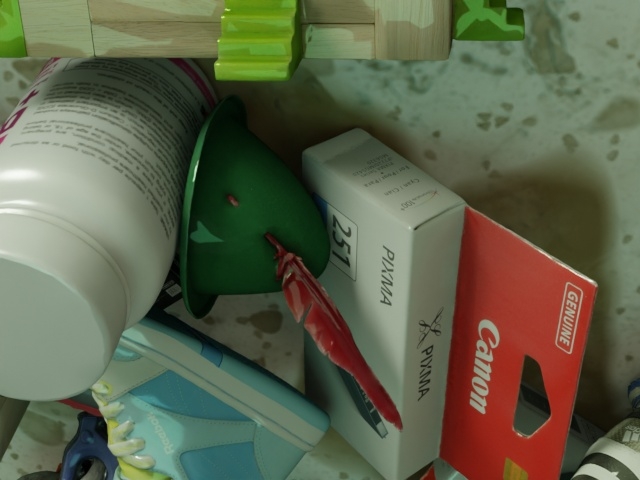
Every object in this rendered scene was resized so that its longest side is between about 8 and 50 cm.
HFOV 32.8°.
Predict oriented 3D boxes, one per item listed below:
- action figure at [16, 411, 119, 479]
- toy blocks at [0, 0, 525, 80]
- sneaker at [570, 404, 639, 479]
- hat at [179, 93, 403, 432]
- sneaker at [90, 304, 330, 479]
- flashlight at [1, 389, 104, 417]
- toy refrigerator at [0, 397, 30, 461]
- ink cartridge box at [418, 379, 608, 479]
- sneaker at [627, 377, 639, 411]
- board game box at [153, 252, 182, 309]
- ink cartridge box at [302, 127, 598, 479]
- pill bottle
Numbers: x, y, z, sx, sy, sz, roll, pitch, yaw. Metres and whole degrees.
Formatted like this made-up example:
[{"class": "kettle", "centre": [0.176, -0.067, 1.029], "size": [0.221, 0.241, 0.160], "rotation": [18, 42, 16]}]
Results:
[{"class": "action figure", "centre": [-0.207, 0.358, 1.184], "size": [0.330, 0.178, 0.341], "rotation": [20, 94, 3]}, {"class": "toy blocks", "centre": [-0.057, -0.257, 0.704], "size": [0.381, 0.191, 0.261], "rotation": [2, 116, 9]}, {"class": "sneaker", "centre": [0.304, 0.355, 0.945], "size": [0.257, 0.169, 0.448], "rotation": [-37, 113, -16]}, {"class": "hat", "centre": [0.000, 0.000, 0.861], "size": [0.183, 0.173, 0.209], "rotation": [10, 123, 9]}, {"class": "sneaker", "centre": [-0.163, 0.167, 0.944], "size": [0.319, 0.127, 0.208], "rotation": [32, 88, -21]}, {"class": "flashlight", "centre": [-0.209, 0.154, 1.060], "size": [0.304, 0.103, 0.103], "rotation": [21, 89, -15]}, {"class": "toy refrigerator", "centre": [-0.442, 0.141, 1.114], "size": [0.269, 0.102, 0.094], "rotation": [13, 129, 0]}, {"class": "ink cartridge box", "centre": [0.226, 0.293, 1.096], "size": [0.275, 0.060, 0.239], "rotation": [32, 110, -14]}, {"class": "sneaker", "centre": [0.333, 0.191, 1.031], "size": [0.052, 0.058, 0.135], "rotation": [-30, 118, 29]}, {"class": "board game box", "centre": [-0.224, 0.040, 1.041], "size": [0.186, 0.026, 0.126], "rotation": [-31, 116, 30]}, {"class": "ink cartridge box", "centre": [0.087, 0.092, 0.901], "size": [0.261, 0.066, 0.296], "rotation": [37, 142, 38]}, {"class": "pill bottle", "centre": [-0.180, -0.027, 0.815], "size": [0.160, 0.283, 0.160], "rotation": [5, 128, 7]}]
